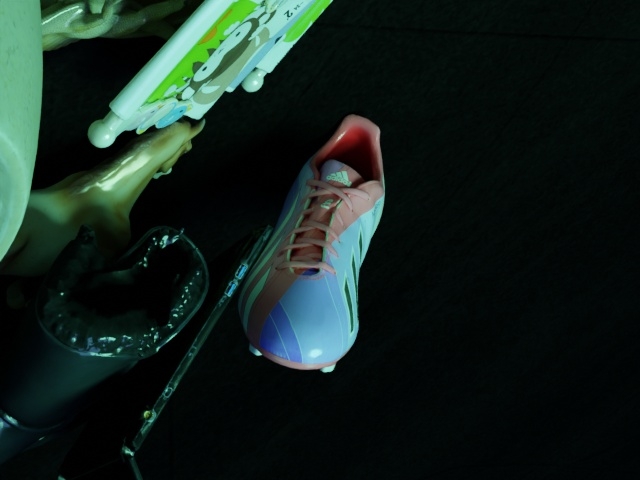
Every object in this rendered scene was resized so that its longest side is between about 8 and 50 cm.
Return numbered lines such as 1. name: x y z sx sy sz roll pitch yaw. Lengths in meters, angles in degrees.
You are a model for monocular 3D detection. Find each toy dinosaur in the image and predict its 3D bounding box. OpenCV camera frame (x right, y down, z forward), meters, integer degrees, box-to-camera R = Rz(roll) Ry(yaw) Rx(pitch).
1. toy dinosaur: -0.119 -0.132 1.106 0.092 0.053 0.183 -34 167 34

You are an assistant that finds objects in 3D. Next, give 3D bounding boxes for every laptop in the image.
1. laptop: -0.082 0.151 1.276 0.264 0.136 0.234 -59 -170 -20

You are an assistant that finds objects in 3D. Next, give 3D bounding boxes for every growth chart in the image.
1. growth chart: -0.048 -0.126 1.175 0.172 0.021 0.237 -48 173 23

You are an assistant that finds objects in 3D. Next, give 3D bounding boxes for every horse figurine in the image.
1. horse figurine: -0.203 0.006 1.245 0.263 0.066 0.174 -12 149 -38

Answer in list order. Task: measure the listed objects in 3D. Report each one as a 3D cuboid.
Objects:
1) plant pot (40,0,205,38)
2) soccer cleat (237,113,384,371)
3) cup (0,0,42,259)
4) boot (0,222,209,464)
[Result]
1. plant pot: -0.077 -0.201 1.115 0.236 0.032 0.236 -24 147 -17
2. soccer cleat: 0.000 0.000 1.313 0.248 0.083 0.095 -69 173 -62
3. cup: -0.261 -0.080 0.906 0.331 0.237 0.331 -25 147 -18
4. boot: -0.200 0.084 1.195 0.246 0.094 0.207 -25 167 -36
